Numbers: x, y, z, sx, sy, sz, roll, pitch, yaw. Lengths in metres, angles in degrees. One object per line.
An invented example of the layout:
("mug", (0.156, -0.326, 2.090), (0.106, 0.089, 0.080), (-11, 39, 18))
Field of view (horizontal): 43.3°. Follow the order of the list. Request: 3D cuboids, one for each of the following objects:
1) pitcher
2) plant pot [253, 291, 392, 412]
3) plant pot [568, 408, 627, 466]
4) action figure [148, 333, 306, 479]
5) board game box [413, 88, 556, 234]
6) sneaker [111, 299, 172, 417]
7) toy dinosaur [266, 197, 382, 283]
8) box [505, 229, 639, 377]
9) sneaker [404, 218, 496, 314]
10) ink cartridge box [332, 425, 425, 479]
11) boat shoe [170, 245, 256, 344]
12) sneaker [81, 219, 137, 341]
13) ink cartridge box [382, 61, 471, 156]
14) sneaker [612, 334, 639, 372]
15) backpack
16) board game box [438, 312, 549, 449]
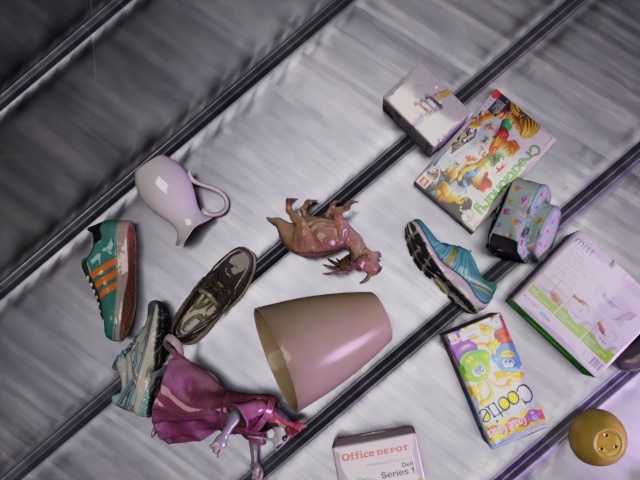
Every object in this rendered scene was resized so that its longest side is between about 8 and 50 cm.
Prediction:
("pitcher", (-0.342, -0.117, 1.983), (0.177, 0.125, 0.207), (-36, 94, -21))
("plant pot", (0.019, 0.226, 1.874), (0.274, 0.256, 0.257), (-21, 84, -14))
("plant pot", (0.655, 0.464, 1.869), (0.134, 0.095, 0.134), (0, 85, 3))
("action figure", (-0.213, 0.403, 1.910), (0.370, 0.248, 0.276), (5, 61, 5))
("board game box", (0.398, -0.192, 1.964), (0.193, 0.053, 0.305), (41, 89, 5))
("sneaker", (-0.442, 0.281, 1.952), (0.122, 0.110, 0.283), (9, 86, 8))
("toy dinosaur", (0.000, 0.000, 1.944), (0.295, 0.127, 0.200), (3, 92, 10))
("box", (0.612, 0.147, 1.884), (0.262, 0.127, 0.231), (43, 88, 6))
("sneaker", (0.309, 0.052, 1.941), (0.110, 0.107, 0.275), (-41, 88, -20))
("ink cartridge box", (0.149, 0.592, 1.880), (0.201, 0.117, 0.278), (-11, 84, 3))
("boat shoe", (-0.261, 0.135, 1.958), (0.103, 0.092, 0.285), (41, 89, 6))
("sneaker", (-0.522, 0.099, 1.977), (0.121, 0.108, 0.302), (-2, 77, 4))
("ink cartridge box", (0.254, -0.313, 1.946), (0.127, 0.128, 0.176), (-43, 85, -1))
("sneaker", (0.788, 0.209, 1.864), (0.267, 0.101, 0.106), (-28, 114, 2))
("backpack", (0.482, -0.048, 1.884), (0.144, 0.166, 0.188), (11, 80, 27))
("board game box", (0.399, 0.320, 1.874), (0.142, 0.144, 0.275), (-22, 85, 1))
